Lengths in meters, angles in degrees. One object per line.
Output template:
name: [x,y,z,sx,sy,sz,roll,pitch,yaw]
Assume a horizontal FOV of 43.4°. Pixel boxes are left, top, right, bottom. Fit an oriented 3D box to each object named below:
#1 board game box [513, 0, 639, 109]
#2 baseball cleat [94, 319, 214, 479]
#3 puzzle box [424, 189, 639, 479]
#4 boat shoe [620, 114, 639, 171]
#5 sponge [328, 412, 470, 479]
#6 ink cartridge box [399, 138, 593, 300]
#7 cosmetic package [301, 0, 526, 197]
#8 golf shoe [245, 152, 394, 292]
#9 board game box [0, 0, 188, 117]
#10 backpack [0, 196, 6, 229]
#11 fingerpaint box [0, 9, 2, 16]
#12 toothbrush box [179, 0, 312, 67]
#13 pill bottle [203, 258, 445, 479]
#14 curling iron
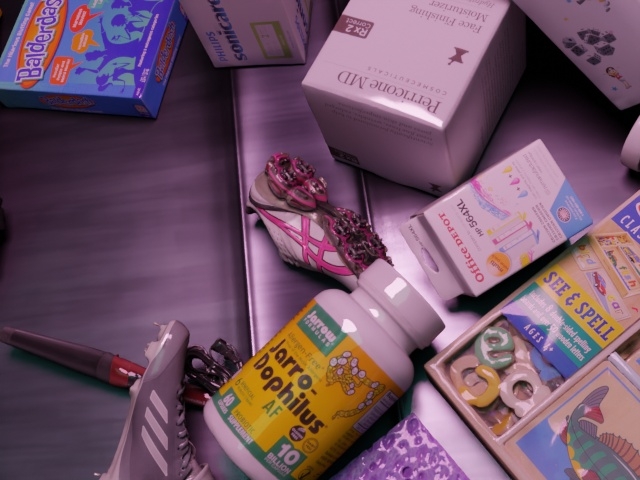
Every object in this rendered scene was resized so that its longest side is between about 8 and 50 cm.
board game box: [0.245,-0.306,0.729,0.303,0.097,0.224,40,62,-16]
baseball cleat: [-0.137,0.181,0.746,0.109,0.072,0.206,20,92,-1]
puzzle box: [0.318,0.176,0.660,0.272,0.052,0.409,-38,64,-6]
boat shoe: [0.412,-0.169,0.765,0.091,0.114,0.302,37,91,25]
sponge: [0.102,0.263,0.683,0.117,0.031,0.210,-39,63,-6]
ink cartridge box: [0.156,-0.013,0.745,0.143,0.090,0.092,-33,90,-2]
cosmetic package: [0.101,-0.167,0.807,0.151,0.151,0.184,22,73,22]
golf shoe: [0.000,0.000,0.815,0.186,0.067,0.086,48,126,15]
board game box: [-0.281,-0.235,0.986,0.210,0.047,0.160,6,68,16]
backpack: [-0.462,-0.007,0.861,0.188,0.166,0.144,-7,56,13]
fingerpaint box: [-0.627,-0.186,0.897,0.444,0.163,0.371,-20,34,4]
toothbrush box: [-0.080,-0.373,0.912,0.122,0.206,0.283,1,66,13]
pill bottle: [0.008,0.118,0.714,0.208,0.117,0.117,-43,64,-3]
curling iron: [-0.201,0.119,0.815,0.274,0.035,0.068,7,75,15]
